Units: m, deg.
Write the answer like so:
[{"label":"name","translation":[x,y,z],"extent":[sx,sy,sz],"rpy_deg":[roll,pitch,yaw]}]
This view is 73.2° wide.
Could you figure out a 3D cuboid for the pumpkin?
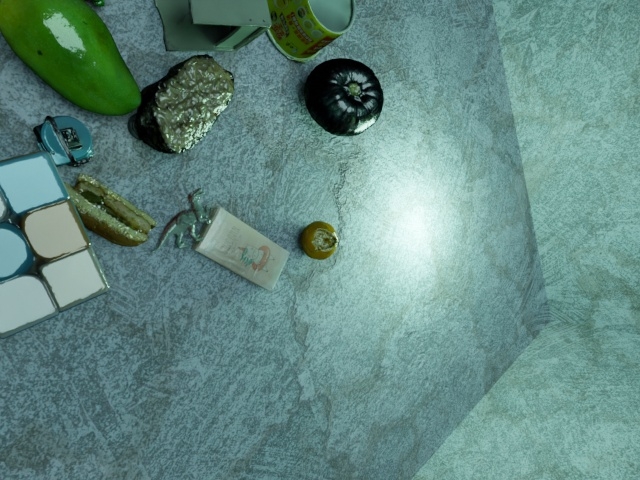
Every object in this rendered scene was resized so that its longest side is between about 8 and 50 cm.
[{"label":"pumpkin","translation":[0.087,-0.550,1.673],"extent":[0.315,0.238,0.315],"rpy_deg":[4,79,-22]}]

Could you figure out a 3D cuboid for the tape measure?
[{"label":"tape measure","translation":[-0.696,-0.271,1.176],"extent":[0.125,0.081,0.146],"rpy_deg":[-35,113,-43]}]

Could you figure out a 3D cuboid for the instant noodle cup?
[{"label":"instant noodle cup","translation":[-0.029,-0.834,1.566],"extent":[0.311,0.221,0.311],"rpy_deg":[-3,95,-39]}]

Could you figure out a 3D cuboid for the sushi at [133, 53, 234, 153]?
[{"label":"sushi","translation":[-0.410,-0.423,1.319],"extent":[0.211,0.171,0.350],"rpy_deg":[49,60,-31]}]

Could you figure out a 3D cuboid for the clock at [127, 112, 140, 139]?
[{"label":"clock","translation":[-0.548,-0.349,1.323],"extent":[0.085,0.017,0.085],"rpy_deg":[-1,92,-37]}]

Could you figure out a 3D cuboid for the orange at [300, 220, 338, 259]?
[{"label":"orange","translation":[0.000,0.000,1.685],"extent":[0.155,0.134,0.154],"rpy_deg":[2,87,-44]}]

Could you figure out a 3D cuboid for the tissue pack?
[{"label":"tissue pack","translation":[-0.272,0.034,1.516],"extent":[0.325,0.071,0.170],"rpy_deg":[36,72,-33]}]

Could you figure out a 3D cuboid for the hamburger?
[{"label":"hamburger","translation":[-0.615,-0.068,1.215],"extent":[0.262,0.131,0.124],"rpy_deg":[41,33,-26]}]

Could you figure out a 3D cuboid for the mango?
[{"label":"mango","translation":[-0.642,-0.494,1.134],"extent":[0.382,0.201,0.225],"rpy_deg":[46,56,-32]}]

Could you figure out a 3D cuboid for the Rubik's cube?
[{"label":"Rubik's cube","translation":[-0.745,0.019,0.982],"extent":[0.344,0.347,0.346],"rpy_deg":[-26,108,-33]}]

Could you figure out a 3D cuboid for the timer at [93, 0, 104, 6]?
[{"label":"timer","translation":[-0.639,-0.714,1.194],"extent":[0.136,0.099,0.136],"rpy_deg":[-11,110,-30]}]

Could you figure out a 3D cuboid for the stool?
[{"label":"stool","translation":[-0.332,-0.708,1.333],"extent":[0.270,0.244,0.170],"rpy_deg":[-19,102,-36]}]

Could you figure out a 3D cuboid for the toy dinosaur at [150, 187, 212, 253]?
[{"label":"toy dinosaur","translation":[-0.452,-0.051,1.387],"extent":[0.242,0.053,0.167],"rpy_deg":[-30,85,-20]}]
